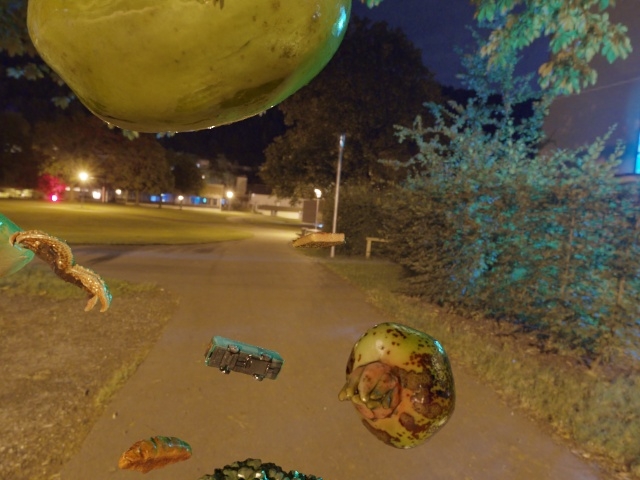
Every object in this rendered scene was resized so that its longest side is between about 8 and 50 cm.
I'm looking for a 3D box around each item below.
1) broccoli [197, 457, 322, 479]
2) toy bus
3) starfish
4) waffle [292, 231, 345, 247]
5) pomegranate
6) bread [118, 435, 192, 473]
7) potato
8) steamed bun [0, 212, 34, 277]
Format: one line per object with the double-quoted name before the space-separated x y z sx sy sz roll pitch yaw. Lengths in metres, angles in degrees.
"broccoli" -0.040 0.436 0.520 0.334 0.272 0.324 -6 -25 39
"toy bus" -0.247 0.385 1.304 0.261 0.091 0.109 26 1 -29
"starfish" -0.530 0.065 0.844 0.238 0.071 0.216 35 -29 11
"waffle" 0.000 0.000 0.857 0.092 0.021 0.135 2 -7 -23
"pomegranate" 0.124 0.281 0.758 0.276 0.204 0.222 -15 51 -40
"bread" -0.480 0.616 1.167 0.233 0.105 0.076 26 17 -47
"potato" -0.116 -0.228 0.407 0.304 0.216 0.216 -23 5 1
"steamed bun" -0.850 0.013 0.953 0.272 0.166 0.232 3 -39 13
